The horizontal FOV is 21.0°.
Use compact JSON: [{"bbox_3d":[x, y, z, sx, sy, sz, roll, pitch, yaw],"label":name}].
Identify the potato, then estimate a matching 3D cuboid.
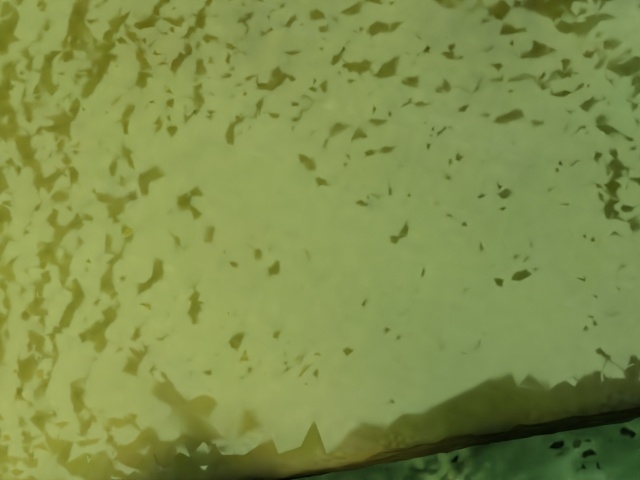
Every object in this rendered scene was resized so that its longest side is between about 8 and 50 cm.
[{"bbox_3d":[0.000,0.000,0.476,0.255,0.112,0.269,15,89,14],"label":"potato"}]
